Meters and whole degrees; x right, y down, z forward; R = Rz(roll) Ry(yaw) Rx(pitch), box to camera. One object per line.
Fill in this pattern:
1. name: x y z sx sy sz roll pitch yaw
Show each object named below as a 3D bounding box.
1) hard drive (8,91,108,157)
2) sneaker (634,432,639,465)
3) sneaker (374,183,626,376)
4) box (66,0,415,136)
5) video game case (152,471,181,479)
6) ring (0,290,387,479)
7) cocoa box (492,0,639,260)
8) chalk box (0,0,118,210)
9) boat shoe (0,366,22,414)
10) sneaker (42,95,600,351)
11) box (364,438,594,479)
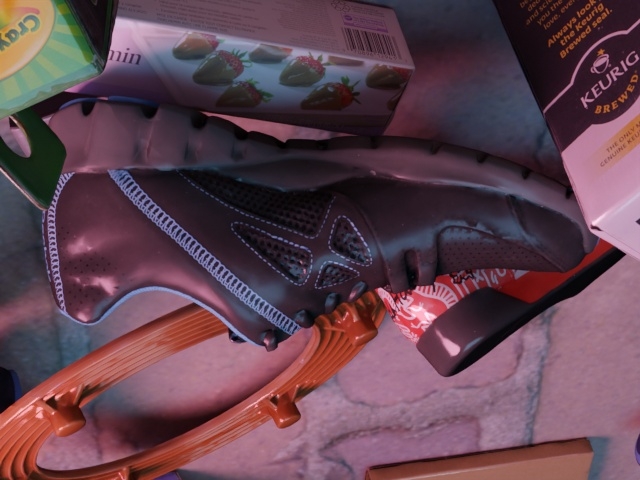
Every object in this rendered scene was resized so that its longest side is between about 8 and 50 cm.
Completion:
1. hard drive: -0.136 -0.050 1.127 0.094 0.022 0.135 -20 137 4
2. sneaker: 0.310 0.136 1.427 0.059 0.053 0.144 25 115 -35
3. sneaker: 0.129 -0.020 1.186 0.270 0.145 0.090 -28 163 -41
4. box: -0.102 -0.126 1.031 0.324 0.067 0.063 6 132 -23
5. video game case: -0.176 0.323 1.281 0.269 0.244 0.061 -15 145 -30
6. ring: -0.098 0.120 1.202 0.337 0.032 0.336 -25 160 -10
7. cocoa box: 0.319 -0.146 1.011 0.231 0.228 0.347 28 122 -37
8. chalk box: -0.214 -0.142 0.833 0.179 0.180 0.289 -22 113 7
9. boat shoe: -0.316 0.180 1.250 0.089 0.109 0.258 23 122 -35
10. sneaker: 0.000 0.000 1.037 0.341 0.139 0.125 6 179 -3
11. box: 0.134 0.246 1.508 0.201 0.021 0.164 -7 136 -10
